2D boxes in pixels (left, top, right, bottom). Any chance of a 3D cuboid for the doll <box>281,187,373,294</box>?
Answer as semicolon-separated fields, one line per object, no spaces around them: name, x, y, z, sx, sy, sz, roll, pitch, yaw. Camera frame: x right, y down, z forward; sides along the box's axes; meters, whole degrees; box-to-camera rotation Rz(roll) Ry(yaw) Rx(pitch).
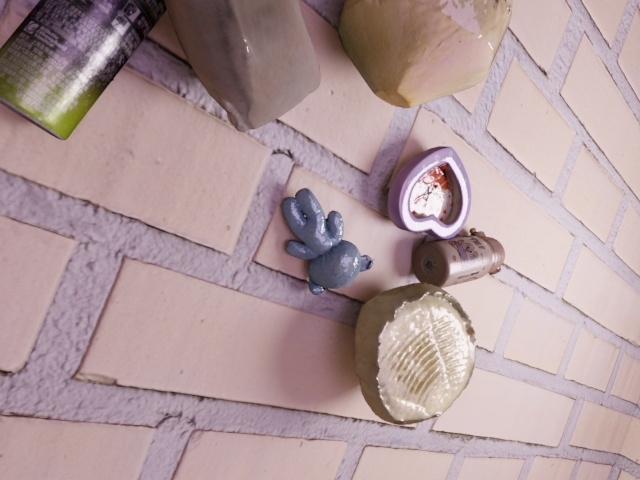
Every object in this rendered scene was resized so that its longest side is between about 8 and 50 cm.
doll;0.001;0.000;0.704;0.120;0.075;0.179;-27;97;15

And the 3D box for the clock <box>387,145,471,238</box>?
clock;0.209;-0.097;0.816;0.198;0.064;0.172;8;96;-35

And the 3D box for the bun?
bun;0.161;0.198;0.798;0.259;0.152;0.259;0;91;-27

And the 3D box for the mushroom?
mushroom;-0.101;-0.266;0.440;0.154;0.137;0.407;-38;155;-4

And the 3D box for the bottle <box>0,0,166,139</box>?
bottle;-0.224;-0.268;0.466;0.093;0.093;0.330;38;79;-34

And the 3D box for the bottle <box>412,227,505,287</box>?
bottle;0.296;0.033;0.891;0.209;0.097;0.110;-8;72;-34

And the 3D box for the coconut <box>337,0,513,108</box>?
coconut;0.148;-0.321;0.625;0.259;0.259;0.259;-8;105;-33
